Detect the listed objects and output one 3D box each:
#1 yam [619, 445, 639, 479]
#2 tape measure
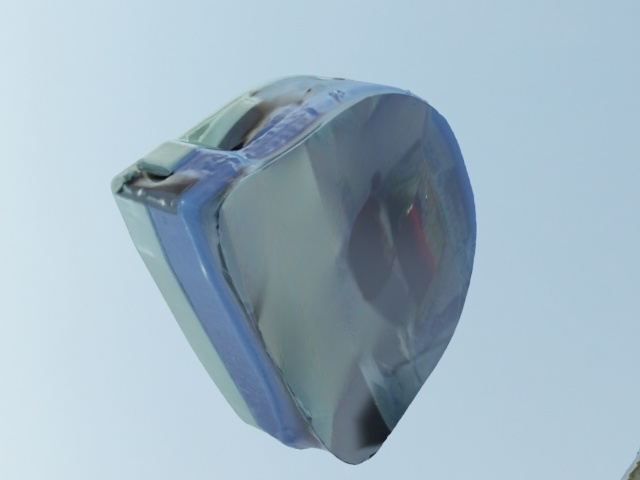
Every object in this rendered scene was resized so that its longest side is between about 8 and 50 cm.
[{"bbox_3d":[0.301,0.279,0.943,0.061,0.274,0.061,34,-20,14],"label":"yam"},{"bbox_3d":[-0.002,0.001,0.733,0.138,0.262,0.259,10,-46,40],"label":"tape measure"}]
